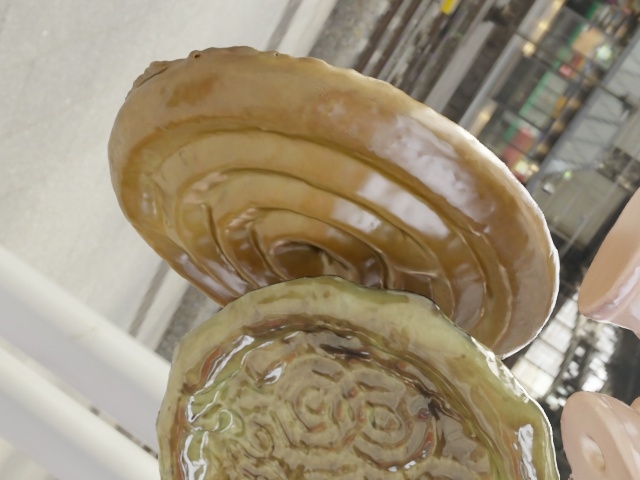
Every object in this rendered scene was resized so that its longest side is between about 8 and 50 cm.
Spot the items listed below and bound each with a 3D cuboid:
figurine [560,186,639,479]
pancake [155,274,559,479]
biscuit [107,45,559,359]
[{"bbox_3d":[0.218,0.031,0.345,0.200,0.275,0.133,127,-45,-75],"label":"figurine"},{"bbox_3d":[0.005,0.122,0.506,0.235,0.212,0.029,-36,171,28],"label":"pancake"},{"bbox_3d":[0.000,0.000,0.544,0.262,0.262,0.037,114,1,-60],"label":"biscuit"}]
